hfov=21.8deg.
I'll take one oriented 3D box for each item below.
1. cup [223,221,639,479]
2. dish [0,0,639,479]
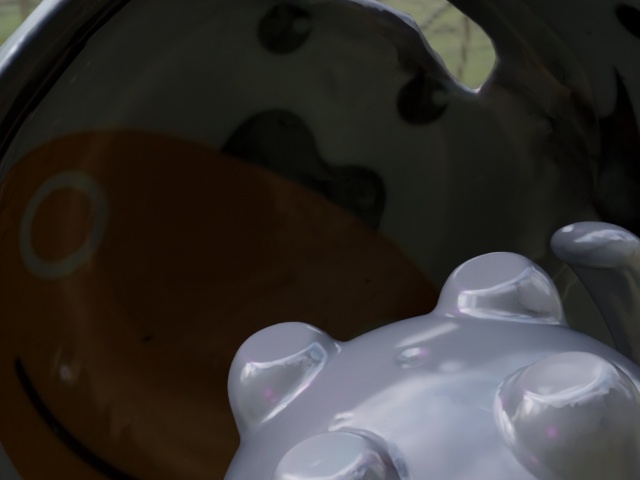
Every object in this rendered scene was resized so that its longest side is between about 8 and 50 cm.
[{"bbox_3d":[0.056,0.079,0.424,0.173,0.142,0.134,-25,26,-18],"label":"cup"},{"bbox_3d":[0.000,0.000,0.531,0.303,0.303,0.120,-8,24,-19],"label":"dish"}]
